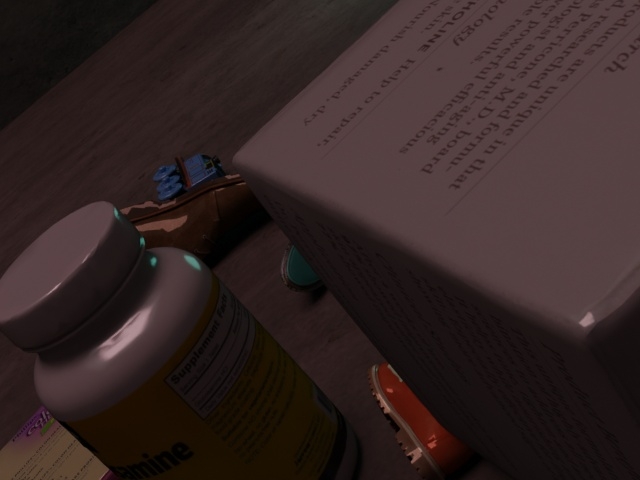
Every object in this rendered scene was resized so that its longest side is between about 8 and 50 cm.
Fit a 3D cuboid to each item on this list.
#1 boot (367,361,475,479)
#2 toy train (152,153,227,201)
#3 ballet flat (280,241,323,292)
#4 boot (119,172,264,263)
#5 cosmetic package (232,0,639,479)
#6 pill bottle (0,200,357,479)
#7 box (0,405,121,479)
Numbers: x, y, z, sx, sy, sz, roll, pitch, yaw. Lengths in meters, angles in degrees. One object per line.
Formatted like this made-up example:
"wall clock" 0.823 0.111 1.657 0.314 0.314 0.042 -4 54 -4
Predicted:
"boot" 0.099 0.147 1.034 0.085 0.059 0.158 -36 34 0
"toy train" -0.193 -0.082 1.777 0.105 0.080 0.184 -30 23 0
"ballet flat" 0.000 0.000 1.410 0.070 0.070 0.188 -11 36 45
"boot" -0.154 -0.018 1.622 0.305 0.112 0.115 -20 73 15
"cosmetic package" 0.219 -0.007 0.763 0.327 0.329 0.394 -44 31 -10
"pill bottle" -0.131 0.130 1.043 0.188 0.334 0.188 -32 26 18
"box" -0.262 0.282 1.229 0.213 0.117 0.243 -49 28 -18
